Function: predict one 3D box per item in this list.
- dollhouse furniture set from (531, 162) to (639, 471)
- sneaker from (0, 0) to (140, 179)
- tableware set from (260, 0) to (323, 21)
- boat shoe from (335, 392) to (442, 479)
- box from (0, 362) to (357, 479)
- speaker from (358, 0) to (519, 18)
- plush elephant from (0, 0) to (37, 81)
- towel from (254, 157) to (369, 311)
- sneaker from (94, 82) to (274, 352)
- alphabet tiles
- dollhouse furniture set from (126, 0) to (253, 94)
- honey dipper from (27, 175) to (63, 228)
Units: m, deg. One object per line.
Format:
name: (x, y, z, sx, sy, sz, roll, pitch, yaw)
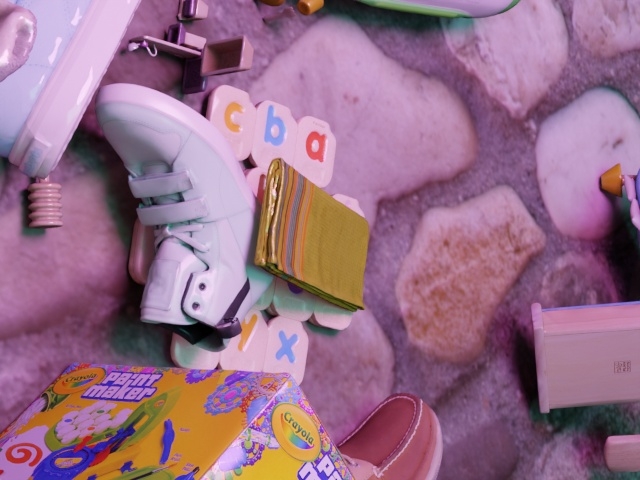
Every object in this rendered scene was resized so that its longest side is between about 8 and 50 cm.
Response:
dollhouse furniture set: (0.364, 0.091, 1.807, 0.303, 0.198, 0.286, -83, 167, -52)
sneaker: (-0.222, -0.232, 1.215, 0.150, 0.135, 0.366, 27, 54, -14)
tableware set: (-0.045, -0.287, 1.401, 0.024, 0.104, 0.154, -46, 119, -37)
boat shoe: (0.009, 0.259, 1.417, 0.324, 0.123, 0.116, -51, 119, -35)
box: (-0.159, 0.251, 1.134, 0.279, 0.290, 0.177, -47, 119, -34)
speaker: (0.094, -0.307, 1.523, 0.296, 0.131, 0.131, 0, 88, -44)
plush elephant: (-0.331, -0.223, 1.012, 0.255, 0.272, 0.330, -16, 135, -34)
towel: (0.000, 0.000, 1.398, 0.237, 0.021, 0.102, 31, 66, -64)
sneaker: (-0.130, -0.012, 1.275, 0.256, 0.094, 0.151, 51, 49, -33)
alphabet tiles: (-0.065, -0.001, 1.424, 0.284, 0.021, 0.278, 16, 77, -42)
dollhouse furniture set: (-0.119, -0.192, 1.320, 0.081, 0.114, 0.091, 12, 82, -39)
honey dipper: (-0.242, -0.091, 1.256, 0.030, 0.030, 0.161, 2, 82, -44)
